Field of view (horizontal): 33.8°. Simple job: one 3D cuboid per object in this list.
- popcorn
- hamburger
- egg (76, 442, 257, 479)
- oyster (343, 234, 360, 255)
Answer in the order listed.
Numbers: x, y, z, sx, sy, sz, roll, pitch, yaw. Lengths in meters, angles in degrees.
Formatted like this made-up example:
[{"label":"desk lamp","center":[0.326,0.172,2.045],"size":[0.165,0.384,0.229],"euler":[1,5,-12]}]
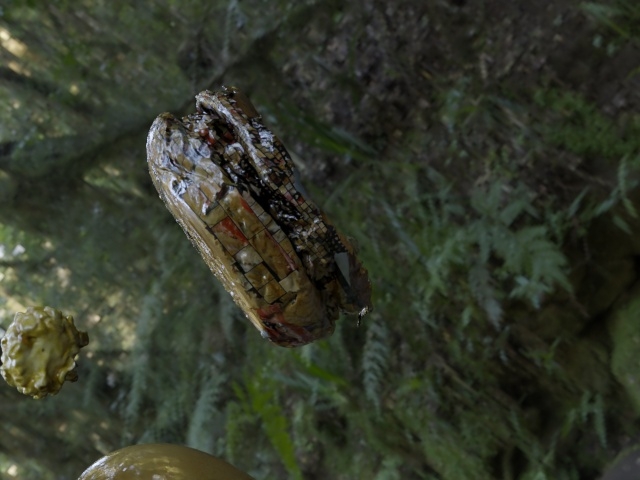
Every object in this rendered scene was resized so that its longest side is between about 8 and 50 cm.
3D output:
[{"label":"popcorn","center":[-0.249,0.099,0.948],"size":[0.083,0.082,0.057],"euler":[-21,13,-29]},{"label":"hamburger","center":[-0.047,-0.013,0.795],"size":[0.106,0.231,0.231],"euler":[-31,-2,-6]},{"label":"egg","center":[-0.128,0.350,1.058],"size":[0.250,0.322,0.250],"euler":[-40,0,0]},{"label":"oyster","center":[0.000,0.000,1.112],"size":[0.083,0.080,0.038],"euler":[-42,-27,-47]}]
